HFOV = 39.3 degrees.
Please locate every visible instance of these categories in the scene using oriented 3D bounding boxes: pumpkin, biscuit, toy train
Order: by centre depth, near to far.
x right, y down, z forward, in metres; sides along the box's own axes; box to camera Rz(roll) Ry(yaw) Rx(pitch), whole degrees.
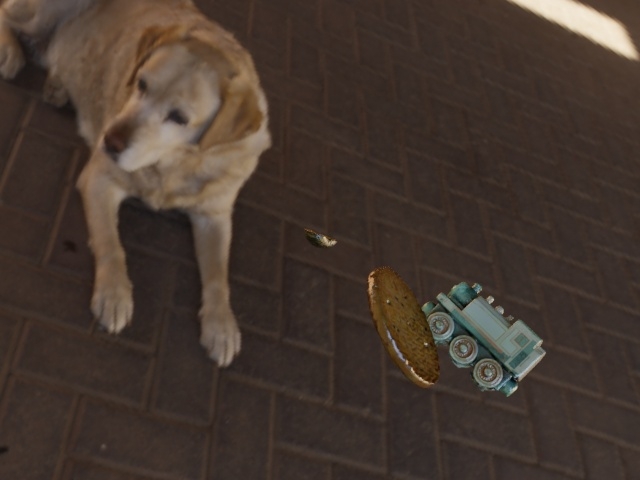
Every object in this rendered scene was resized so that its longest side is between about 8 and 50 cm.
[{"bbox_3d":[0.119,0.125,1.293,0.188,0.027,0.187,50,23,-31],"label":"biscuit"},{"bbox_3d":[0.250,0.149,1.407,0.194,0.125,0.081,46,-3,19],"label":"toy train"},{"bbox_3d":[-0.001,0.001,1.733,0.050,0.028,0.083,24,6,41],"label":"pumpkin"}]
